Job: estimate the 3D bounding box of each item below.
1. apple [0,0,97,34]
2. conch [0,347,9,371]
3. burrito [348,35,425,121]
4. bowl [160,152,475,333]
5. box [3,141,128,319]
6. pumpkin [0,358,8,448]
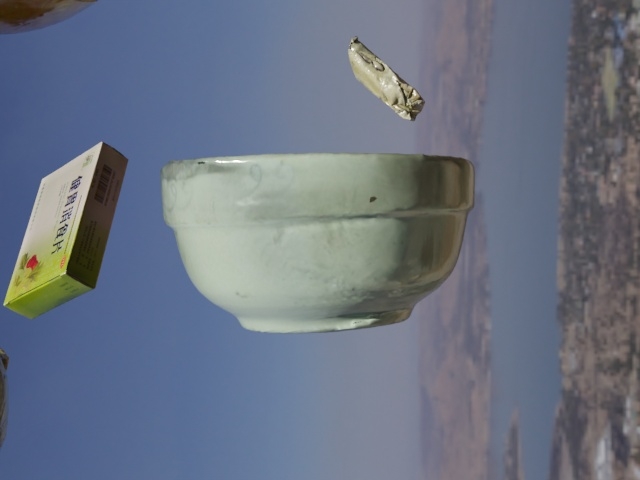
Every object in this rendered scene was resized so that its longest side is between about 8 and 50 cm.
[{"bbox_3d":[-0.424,-0.458,1.267,0.374,0.384,0.374,56,169,16],"label":"apple"},{"bbox_3d":[-0.574,0.275,1.450,0.159,0.210,0.291,66,-153,-4],"label":"conch"},{"bbox_3d":[0.091,-0.232,1.404,0.041,0.149,0.055,-33,-19,-53],"label":"burrito"},{"bbox_3d":[0.000,0.000,0.940,0.307,0.307,0.163,-17,-76,-84],"label":"bowl"},{"bbox_3d":[-0.411,-0.017,1.563,0.062,0.175,0.261,36,-134,-35],"label":"box"},{"bbox_3d":[-0.395,0.206,0.907,0.325,0.242,0.232,-61,-18,3],"label":"pumpkin"}]
